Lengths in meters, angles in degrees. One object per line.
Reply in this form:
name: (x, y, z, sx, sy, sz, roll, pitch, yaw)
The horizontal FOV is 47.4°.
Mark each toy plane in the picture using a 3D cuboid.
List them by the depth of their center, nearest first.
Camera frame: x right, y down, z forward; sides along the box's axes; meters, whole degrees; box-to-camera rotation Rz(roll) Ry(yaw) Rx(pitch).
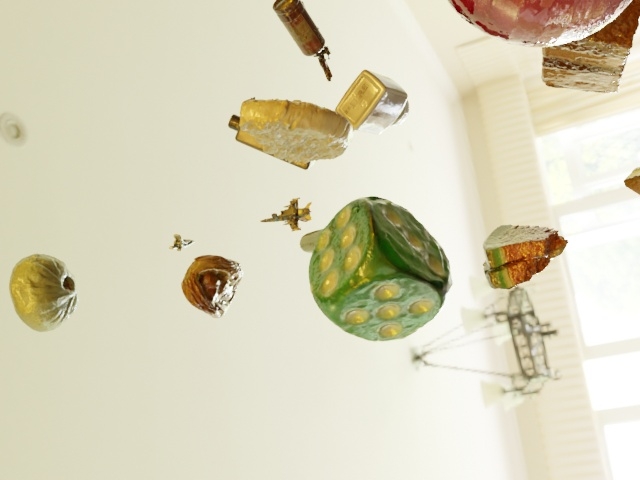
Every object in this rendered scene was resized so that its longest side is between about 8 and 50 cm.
toy plane: (-0.117, -0.085, 2.457, 0.062, 0.188, 0.135, 75, -167, -57)

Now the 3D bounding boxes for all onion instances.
onion: (0.346, -0.483, 1.142, 0.345, 0.358, 0.358, -35, -70, -84)

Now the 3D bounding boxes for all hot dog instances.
hot dog: (-0.297, 0.129, 2.077, 0.259, 0.114, 0.175, 40, -107, -76)

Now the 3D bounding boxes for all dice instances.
dice: (0.156, 0.080, 1.977, 0.300, 0.287, 0.297, 26, -144, -31)

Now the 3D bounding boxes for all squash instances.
squash: (0.000, 0.000, 2.227, 0.069, 0.239, 0.069, 3, -98, -24)

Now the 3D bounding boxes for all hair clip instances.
hair clip: (-0.340, 0.001, 1.805, 0.115, 0.030, 0.039, -39, -37, -83)

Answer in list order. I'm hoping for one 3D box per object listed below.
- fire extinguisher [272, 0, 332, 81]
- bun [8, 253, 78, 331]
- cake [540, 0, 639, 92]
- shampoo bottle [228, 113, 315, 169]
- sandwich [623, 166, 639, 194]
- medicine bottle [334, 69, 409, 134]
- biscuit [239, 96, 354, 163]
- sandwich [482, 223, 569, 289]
fire extinguisher: (-0.039, -0.539, 1.970, 0.252, 0.075, 0.106, 52, -137, -41)
bun: (-0.643, 0.119, 1.730, 0.195, 0.118, 0.195, -18, -90, -86)
cake: (0.617, -0.466, 1.680, 0.293, 0.198, 0.196, 51, -128, -68)
shampoo bottle: (-0.125, -0.268, 1.915, 0.080, 0.246, 0.079, -46, -21, -73)
sandwich: (0.871, -0.123, 1.736, 0.108, 0.220, 0.186, -38, -83, -28)
medicine bottle: (0.137, -0.328, 1.761, 0.088, 0.132, 0.188, 46, -157, 22)
biscuit: (-0.027, -0.205, 1.353, 0.281, 0.179, 0.084, 29, -115, -74)
sandwich: (0.521, 0.029, 1.914, 0.292, 0.212, 0.109, -29, -76, -41)
